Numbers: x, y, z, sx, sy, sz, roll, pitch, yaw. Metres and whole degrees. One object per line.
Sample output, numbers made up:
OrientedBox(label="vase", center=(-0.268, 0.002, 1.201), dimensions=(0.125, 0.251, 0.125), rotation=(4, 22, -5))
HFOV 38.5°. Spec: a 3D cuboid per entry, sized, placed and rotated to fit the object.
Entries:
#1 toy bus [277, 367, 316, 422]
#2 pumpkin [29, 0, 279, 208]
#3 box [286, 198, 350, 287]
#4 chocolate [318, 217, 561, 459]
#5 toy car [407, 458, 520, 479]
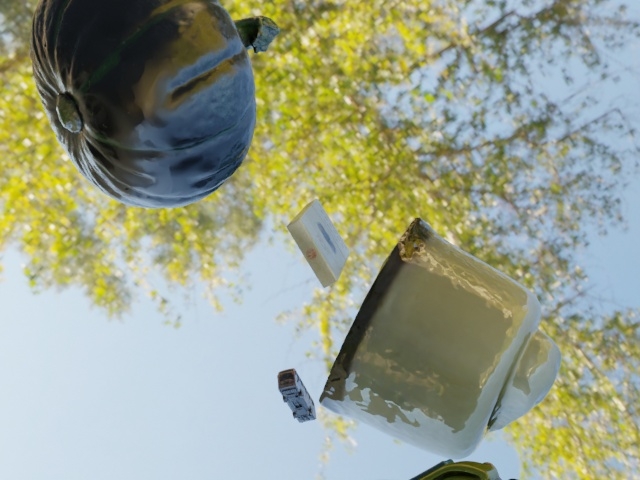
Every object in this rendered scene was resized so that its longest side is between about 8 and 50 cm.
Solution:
OrientedBox(label="toy bus", center=(-0.040, 0.272, 1.603), dimensions=(0.037, 0.130, 0.052), rotation=(-14, -132, 9))
OrientedBox(label="pumpkin", center=(-0.145, -0.161, 0.887), dimensions=(0.248, 0.248, 0.248), rotation=(-28, -146, 21))
OrientedBox(label="box", center=(0.000, 0.000, 1.170), dimensions=(0.024, 0.090, 0.167), rotation=(-30, -174, 12))
OrientedBox(label="chocolate", center=(0.186, 0.175, 1.372), dimensions=(0.314, 0.297, 0.326), rotation=(-59, 173, -11))
OrientedBox(label="toy car", center=(0.196, 0.381, 1.083), dimensions=(0.200, 0.142, 0.247), rotation=(-32, -111, 23))
